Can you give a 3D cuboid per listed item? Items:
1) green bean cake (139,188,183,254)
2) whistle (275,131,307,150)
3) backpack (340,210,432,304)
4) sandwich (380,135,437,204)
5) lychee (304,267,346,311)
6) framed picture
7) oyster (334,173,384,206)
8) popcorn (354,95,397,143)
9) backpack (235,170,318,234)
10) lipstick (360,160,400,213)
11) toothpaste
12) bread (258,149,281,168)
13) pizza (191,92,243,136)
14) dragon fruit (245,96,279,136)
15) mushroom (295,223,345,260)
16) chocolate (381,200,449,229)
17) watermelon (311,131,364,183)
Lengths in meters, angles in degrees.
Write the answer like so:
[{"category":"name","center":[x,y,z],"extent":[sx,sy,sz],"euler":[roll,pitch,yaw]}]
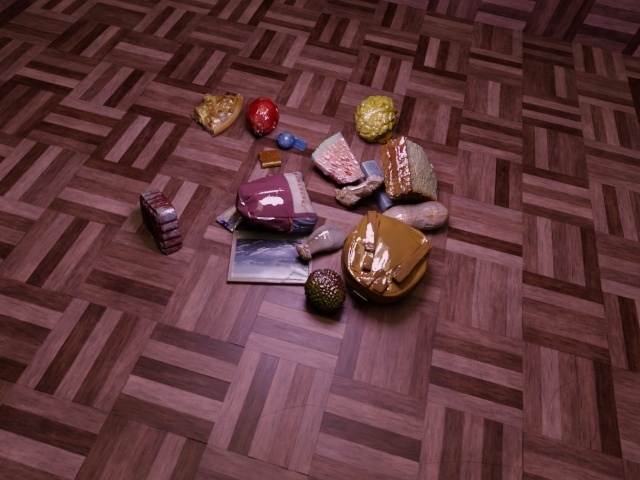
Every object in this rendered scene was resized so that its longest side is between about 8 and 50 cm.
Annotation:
[{"category":"green bean cake","center":[-0.653,-0.084,1.819],"extent":[0.097,0.198,0.233],"euler":[-23,44,-30]},{"category":"whistle","center":[-0.152,-0.480,2.177],"extent":[0.158,0.090,0.090],"euler":[26,56,11]},{"category":"backpack","center":[0.239,0.070,1.759],"extent":[0.354,0.201,0.378],"euler":[31,55,14]},{"category":"sandwich","center":[0.402,-0.292,1.993],"extent":[0.325,0.131,0.262],"euler":[9,70,-51]},{"category":"lychee","center":[0.020,0.191,1.684],"extent":[0.171,0.171,0.171],"euler":[3,55,-4]},{"category":"framed picture","center":[-0.198,0.069,1.824],"extent":[0.335,0.022,0.247],"euler":[3,55,-4]},{"category":"oyster","center":[0.182,-0.219,1.986],"extent":[0.233,0.161,0.107],"euler":[-19,96,17]},{"category":"popcorn","center":[0.286,-0.609,2.258],"extent":[0.206,0.251,0.236],"euler":[-2,88,20]},{"category":"backpack","center":[-0.194,-0.147,1.863],"extent":[0.317,0.197,0.283],"euler":[-7,58,-23]},{"category":"lipstick","center":[0.270,-0.248,2.062],"extent":[0.078,0.076,0.289],"euler":[-15,58,-14]},{"category":"toothpaste","center":[-0.307,-0.170,1.958],"extent":[0.100,0.066,0.323],"euler":[36,64,17]},{"category":"bread","center":[-0.242,-0.388,2.131],"extent":[0.094,0.035,0.090],"euler":[-11,57,-14]},{"category":"pizza","center":[-0.528,-0.665,2.269],"extent":[0.223,0.089,0.323],"euler":[20,55,5]},{"category":"dragon fruit","center":[-0.283,-0.614,2.206],"extent":[0.172,0.172,0.209],"euler":[8,46,0]},{"category":"mushroom","center":[0.000,0.000,1.837],"extent":[0.225,0.093,0.116],"euler":[-17,72,-39]},{"category":"chocolate","center":[0.414,-0.099,1.940],"extent":[0.309,0.134,0.134],"euler":[-6,56,-11]},{"category":"watermelon","center":[0.094,-0.349,2.080],"extent":[0.193,0.140,0.256],"euler":[-39,70,-6]}]
